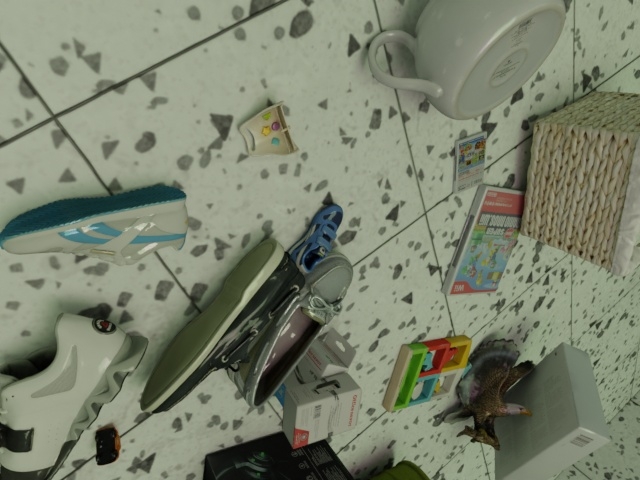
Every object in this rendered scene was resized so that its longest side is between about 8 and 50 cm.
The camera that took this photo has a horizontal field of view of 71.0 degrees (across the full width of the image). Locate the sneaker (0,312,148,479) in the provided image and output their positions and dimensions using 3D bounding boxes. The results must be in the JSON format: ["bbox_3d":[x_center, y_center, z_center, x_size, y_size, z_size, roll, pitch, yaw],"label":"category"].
[{"bbox_3d":[-0.404,0.240,0.642,0.146,0.122,0.330,35,92,-22],"label":"sneaker"}]

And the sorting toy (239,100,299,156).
[{"bbox_3d":[-0.083,-0.166,0.690,0.075,0.045,0.083,-26,126,-12],"label":"sorting toy"}]

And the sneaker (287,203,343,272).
[{"bbox_3d":[0.000,0.000,0.816,0.053,0.059,0.144,36,89,-38],"label":"sneaker"}]

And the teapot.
[{"bbox_3d":[0.242,-0.337,0.738,0.256,0.187,0.252,-7,146,-50],"label":"teapot"}]

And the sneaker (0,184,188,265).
[{"bbox_3d":[-0.290,-0.008,0.599,0.229,0.087,0.092,-12,121,-27],"label":"sneaker"}]

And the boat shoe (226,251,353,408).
[{"bbox_3d":[-0.042,0.163,0.840,0.320,0.103,0.118,-47,130,-5],"label":"boat shoe"}]

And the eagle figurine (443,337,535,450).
[{"bbox_3d":[0.520,0.463,1.351,0.226,0.225,0.298,104,3,-68],"label":"eagle figurine"}]

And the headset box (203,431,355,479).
[{"bbox_3d":[-0.083,0.533,0.906,0.283,0.246,0.131,-3,113,-34],"label":"headset box"}]

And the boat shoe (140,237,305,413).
[{"bbox_3d":[-0.151,0.158,0.751,0.113,0.127,0.340,44,76,-28],"label":"boat shoe"}]

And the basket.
[{"bbox_3d":[0.678,-0.156,1.044,0.329,0.266,0.331,-27,126,-29],"label":"basket"}]

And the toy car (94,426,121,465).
[{"bbox_3d":[-0.324,0.329,0.767,0.122,0.060,0.040,-30,158,-11],"label":"toy car"}]

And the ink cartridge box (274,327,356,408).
[{"bbox_3d":[-0.013,0.271,0.915,0.060,0.104,0.180,23,98,-36],"label":"ink cartridge box"}]

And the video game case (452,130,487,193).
[{"bbox_3d":[0.327,-0.170,0.983,0.087,0.011,0.121,-22,123,-23],"label":"video game case"}]

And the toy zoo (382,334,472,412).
[{"bbox_3d":[0.309,0.355,1.223,0.294,0.030,0.192,0,112,-35],"label":"toy zoo"}]

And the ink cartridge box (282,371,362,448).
[{"bbox_3d":[0.002,0.316,0.842,0.135,0.056,0.099,-5,114,-28],"label":"ink cartridge box"}]

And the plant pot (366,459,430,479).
[{"bbox_3d":[0.117,0.802,1.145,0.353,0.366,0.366,-6,117,-18],"label":"plant pot"}]

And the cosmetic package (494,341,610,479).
[{"bbox_3d":[0.647,0.522,1.312,0.098,0.284,0.377,23,129,0],"label":"cosmetic package"}]

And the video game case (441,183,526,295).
[{"bbox_3d":[0.422,0.005,1.127,0.204,0.025,0.285,2,112,-35],"label":"video game case"}]
